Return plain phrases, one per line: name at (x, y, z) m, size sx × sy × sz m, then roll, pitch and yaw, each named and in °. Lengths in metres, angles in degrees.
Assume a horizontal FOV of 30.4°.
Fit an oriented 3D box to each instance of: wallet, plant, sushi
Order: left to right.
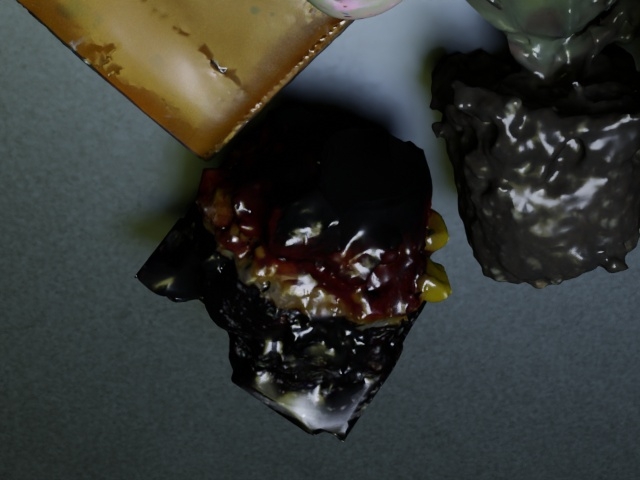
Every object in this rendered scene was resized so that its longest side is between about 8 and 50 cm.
wallet at (-0.085, -0.162, 0.703) m, size 0.195 × 0.042 × 0.161 m, roll 38°, pitch 109°, yaw -22°
sushi at (0.000, 0.000, 0.746) m, size 0.172 × 0.153 × 0.150 m, roll 34°, pitch 137°, yaw -1°
plant at (0.138, -0.081, 0.711) m, size 0.143 × 0.131 × 0.203 m, roll -11°, pitch 108°, yaw 5°

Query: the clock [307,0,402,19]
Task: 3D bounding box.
clock at (0.066, -0.281, 0.577) m, size 0.309 × 0.114 × 0.284 m, roll -32°, pitch 111°, yaw 20°
